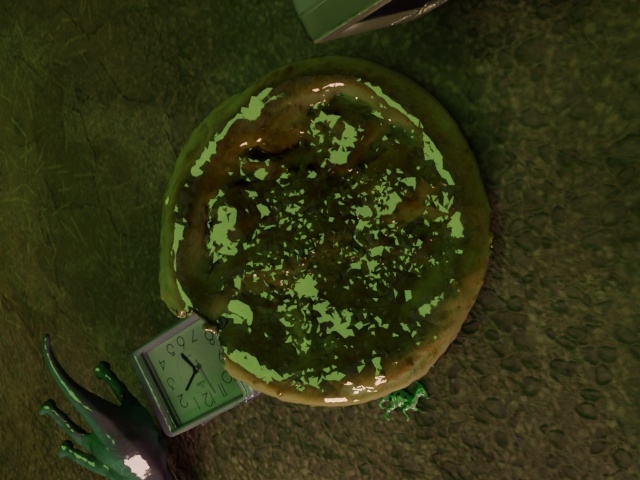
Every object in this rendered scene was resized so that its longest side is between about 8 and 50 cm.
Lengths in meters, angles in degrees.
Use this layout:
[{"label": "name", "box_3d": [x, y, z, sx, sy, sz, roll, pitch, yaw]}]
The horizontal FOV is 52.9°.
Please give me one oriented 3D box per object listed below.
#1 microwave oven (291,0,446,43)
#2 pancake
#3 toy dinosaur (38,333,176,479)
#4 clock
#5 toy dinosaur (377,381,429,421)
[{"label": "microwave oven", "box_3d": [0.122, -0.354, 0.480, 0.355, 0.218, 0.286, -20, 97, 42]}, {"label": "pancake", "box_3d": [0.000, 0.000, 0.699, 0.383, 0.071, 0.381, 0, 90, 5]}, {"label": "toy dinosaur", "box_3d": [-0.227, 0.323, 0.904, 0.331, 0.129, 0.383, 28, 144, 24]}, {"label": "clock", "box_3d": [-0.166, 0.181, 0.916, 0.193, 0.073, 0.144, -33, 81, 31]}, {"label": "toy dinosaur", "box_3d": [0.092, 0.188, 0.793, 0.083, 0.021, 0.062, 39, 110, 15]}]
